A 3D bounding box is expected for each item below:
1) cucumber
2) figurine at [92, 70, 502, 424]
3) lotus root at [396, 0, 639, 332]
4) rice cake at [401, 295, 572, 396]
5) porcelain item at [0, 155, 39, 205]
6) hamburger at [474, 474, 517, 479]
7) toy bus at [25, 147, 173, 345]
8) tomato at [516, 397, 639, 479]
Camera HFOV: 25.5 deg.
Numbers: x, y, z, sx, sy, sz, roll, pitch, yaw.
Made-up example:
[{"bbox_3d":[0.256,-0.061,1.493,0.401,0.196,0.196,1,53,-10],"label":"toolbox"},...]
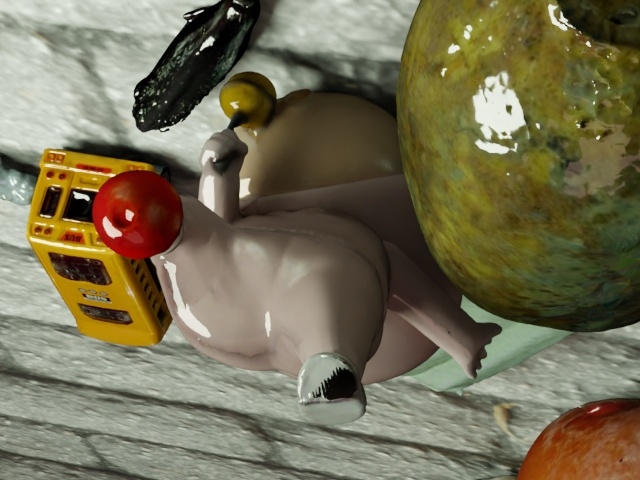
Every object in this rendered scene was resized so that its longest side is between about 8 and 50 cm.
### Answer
[{"bbox_3d":[-0.063,-0.103,0.758,0.039,0.043,0.163,59,147,4],"label":"cucumber"},{"bbox_3d":[0.000,0.000,0.764,0.176,0.186,0.287,-1,-173,21],"label":"figurine"},{"bbox_3d":[0.115,-0.044,0.638,0.160,0.152,0.275,-2,156,3],"label":"lotus root"},{"bbox_3d":[0.092,0.057,1.006,0.127,0.043,0.237,21,154,-12],"label":"rice cake"},{"bbox_3d":[-0.229,-0.046,0.979,0.083,0.028,0.036,22,171,-20],"label":"porcelain item"},{"bbox_3d":[0.213,0.354,1.348,0.276,0.276,0.237,25,-164,-23],"label":"hamburger"},{"bbox_3d":[-0.141,0.013,0.981,0.083,0.088,0.194,8,155,10],"label":"toy bus"},{"bbox_3d":[0.271,0.243,1.065,0.265,0.265,0.265,12,156,5],"label":"tomato"}]
